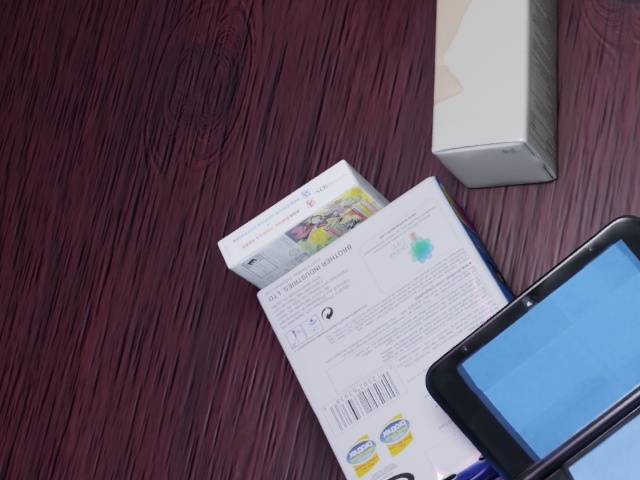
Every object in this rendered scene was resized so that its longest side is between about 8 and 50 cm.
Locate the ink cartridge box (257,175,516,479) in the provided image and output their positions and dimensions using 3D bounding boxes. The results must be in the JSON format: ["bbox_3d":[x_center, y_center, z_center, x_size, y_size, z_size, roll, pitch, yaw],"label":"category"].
[{"bbox_3d":[0.132,0.167,1.642,0.270,0.151,0.395,-34,61,12],"label":"ink cartridge box"}]

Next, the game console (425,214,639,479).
[{"bbox_3d":[0.290,0.168,1.411,0.293,0.173,0.250,-41,35,13],"label":"game console"}]

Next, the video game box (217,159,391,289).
[{"bbox_3d":[0.000,0.000,1.729,0.187,0.205,0.048,-31,61,12],"label":"video game box"}]

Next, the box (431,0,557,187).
[{"bbox_3d":[0.220,-0.235,1.742,0.121,0.148,0.311,-4,70,24],"label":"box"}]
